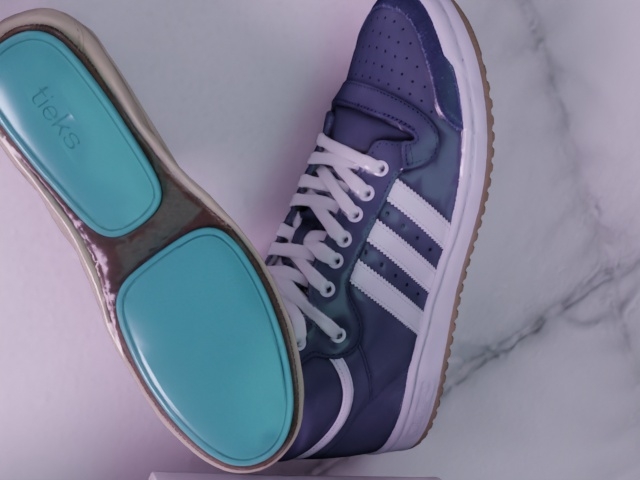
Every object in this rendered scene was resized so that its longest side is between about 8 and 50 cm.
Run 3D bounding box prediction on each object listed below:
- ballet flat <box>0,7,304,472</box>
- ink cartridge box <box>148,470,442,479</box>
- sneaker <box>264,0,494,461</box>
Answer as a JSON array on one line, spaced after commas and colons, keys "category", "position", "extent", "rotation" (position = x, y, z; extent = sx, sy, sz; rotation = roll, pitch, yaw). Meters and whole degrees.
[{"category": "ballet flat", "position": [-0.084, -0.002, 0.672], "extent": [0.086, 0.086, 0.248], "rotation": [-31, 100, -20]}, {"category": "ink cartridge box", "position": [-0.019, 0.247, 0.761], "extent": [0.207, 0.119, 0.353], "rotation": [8, 114, -34]}, {"category": "sneaker", "position": [0.000, 0.000, 0.747], "extent": [0.153, 0.099, 0.282], "rotation": [-6, 112, -33]}]
